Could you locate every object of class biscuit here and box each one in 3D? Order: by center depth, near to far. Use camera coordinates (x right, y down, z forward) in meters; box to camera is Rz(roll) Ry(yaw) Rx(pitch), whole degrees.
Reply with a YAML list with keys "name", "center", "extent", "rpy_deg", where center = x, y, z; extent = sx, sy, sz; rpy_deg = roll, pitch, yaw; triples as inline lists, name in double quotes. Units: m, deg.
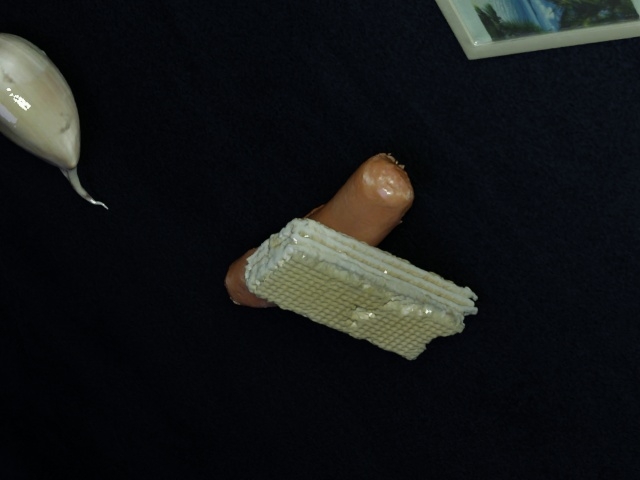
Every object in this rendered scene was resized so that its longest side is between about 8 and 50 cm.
- name: "biscuit"
  center: [0.044, 0.054, 1.884]
  extent: [0.239, 0.061, 0.108]
  rpy_deg: [23, 142, -24]

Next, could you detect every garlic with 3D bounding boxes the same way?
- name: "garlic"
  center: [-0.338, -0.143, 2.082]
  extent: [0.128, 0.148, 0.266]
  rpy_deg: [-37, 93, 11]

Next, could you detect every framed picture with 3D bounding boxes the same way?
- name: "framed picture"
  center: [0.166, -0.294, 1.554]
  extent: [0.232, 0.024, 0.315]
  rpy_deg: [-5, 133, 37]

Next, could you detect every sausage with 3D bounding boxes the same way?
- name: "sausage"
  center: [0.002, 0.001, 1.936]
  extent: [0.087, 0.079, 0.327]
  rpy_deg: [33, 141, -18]
